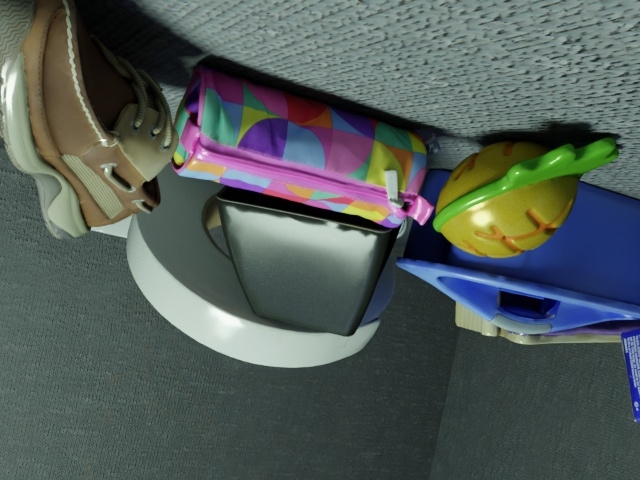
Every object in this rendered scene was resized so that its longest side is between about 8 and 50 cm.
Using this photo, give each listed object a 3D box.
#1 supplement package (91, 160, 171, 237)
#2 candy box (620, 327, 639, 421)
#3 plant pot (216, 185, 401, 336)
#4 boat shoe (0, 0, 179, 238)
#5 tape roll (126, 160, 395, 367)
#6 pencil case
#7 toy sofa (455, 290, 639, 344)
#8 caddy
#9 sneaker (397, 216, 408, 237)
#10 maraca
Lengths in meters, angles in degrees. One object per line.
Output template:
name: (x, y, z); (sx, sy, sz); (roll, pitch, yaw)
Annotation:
supplement package: (-0.379, -0.099, 1.250); (0.175, 0.178, 0.293); (13, 178, -17)
candy box: (0.549, 0.125, 0.704); (0.268, 0.122, 0.317); (4, 160, -18)
plant pot: (0.000, 0.000, 0.767); (0.187, 0.167, 0.188); (12, -148, 13)
boat shoe: (-0.171, -0.098, 0.495); (0.116, 0.123, 0.324); (-9, 167, -16)
tape roll: (-0.078, 0.013, 0.937); (0.391, 0.072, 0.392); (18, -146, -13)
pencil case: (-0.013, -0.079, 0.585); (0.236, 0.105, 0.104); (12, 179, -21)
toy sofa: (0.415, 0.079, 1.056); (0.362, 0.150, 0.177); (2, -179, -18)
caddy: (0.262, 0.026, 0.811); (0.341, 0.179, 0.241); (13, 177, -21)
sneaker: (0.036, -0.053, 1.226); (0.258, 0.094, 0.091); (12, -177, 14)
maraca: (0.172, -0.042, 0.566); (0.127, 0.099, 0.185); (-15, 167, -24)
